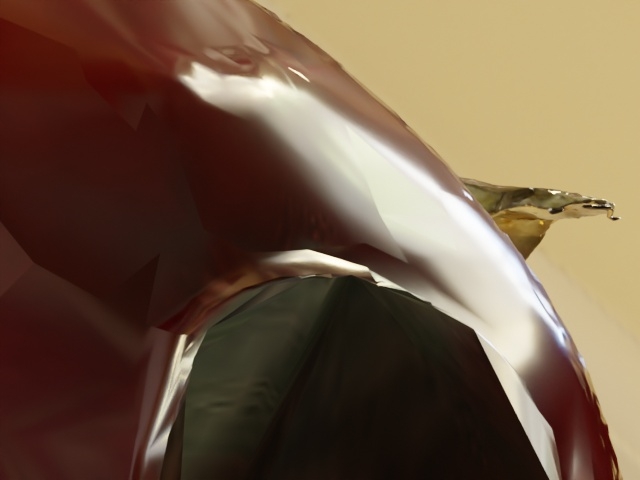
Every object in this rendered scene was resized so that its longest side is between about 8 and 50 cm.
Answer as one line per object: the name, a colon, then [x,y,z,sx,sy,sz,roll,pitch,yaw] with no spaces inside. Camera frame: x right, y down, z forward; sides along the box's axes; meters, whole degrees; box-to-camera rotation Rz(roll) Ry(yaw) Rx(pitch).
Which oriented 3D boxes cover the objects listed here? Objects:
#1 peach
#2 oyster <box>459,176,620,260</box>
peach: [-0.084,0.085,0.490,0.335,0.310,0.406,-42,-77,-33]
oyster: [0.001,-0.001,0.897,0.294,0.166,0.094,-10,-116,12]
